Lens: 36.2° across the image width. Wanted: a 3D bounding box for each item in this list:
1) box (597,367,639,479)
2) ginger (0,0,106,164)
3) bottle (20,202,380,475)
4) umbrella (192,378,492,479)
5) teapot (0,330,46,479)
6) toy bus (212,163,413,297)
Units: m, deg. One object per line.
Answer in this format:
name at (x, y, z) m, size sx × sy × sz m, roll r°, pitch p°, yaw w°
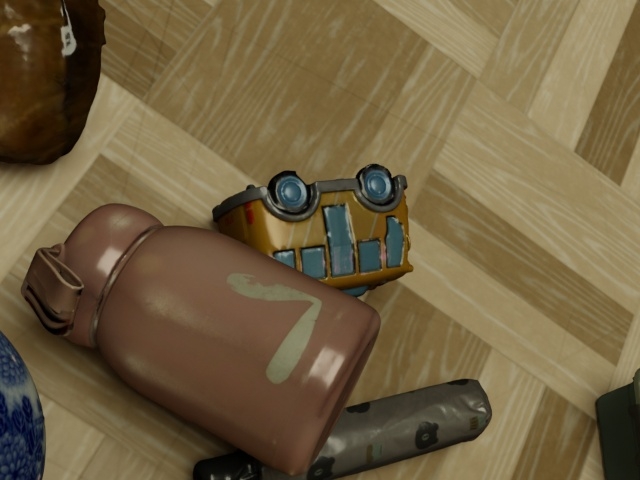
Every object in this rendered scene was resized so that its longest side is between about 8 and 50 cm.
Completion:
box at (0.446, 0.239, 1.164) m, size 0.227 × 0.130 × 0.162 m, roll 7°, pitch 67°, yaw -22°
ginger at (-0.300, -0.236, 0.980) m, size 0.165 × 0.172 × 0.321 m, roll -6°, pitch 69°, yaw 12°
bottle at (-0.111, 0.079, 0.897) m, size 0.297 × 0.173 × 0.206 m, roll 28°, pitch 16°, yaw 9°
umbrella at (0.030, 0.207, 1.010) m, size 0.337 × 0.073 × 0.067 m, roll -8°, pitch 46°, yaw -29°
teapot at (-0.330, 0.157, 0.777) m, size 0.252 × 0.280 × 0.423 m, roll -9°, pitch 91°, yaw 14°
toy bus at (0.000, 0.000, 1.053) m, size 0.210 × 0.126 × 0.136 m, roll -7°, pitch 82°, yaw -29°
